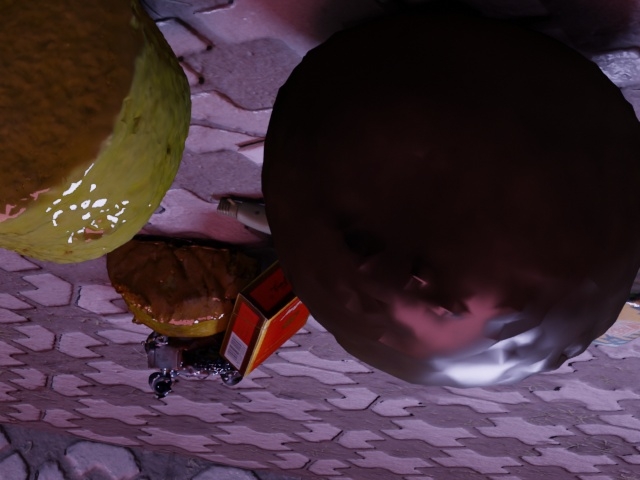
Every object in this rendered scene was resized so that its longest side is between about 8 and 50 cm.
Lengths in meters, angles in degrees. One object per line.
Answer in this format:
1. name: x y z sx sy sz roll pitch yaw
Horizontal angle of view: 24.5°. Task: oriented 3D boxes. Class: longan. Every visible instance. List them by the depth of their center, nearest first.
1. longan: 0.148 -0.040 1.611 0.436 0.404 0.404 13 158 -8

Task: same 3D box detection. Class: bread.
1. bread: -0.318 -0.142 1.610 0.348 0.348 0.308 2 162 16
2. bread: -0.228 0.086 2.400 0.260 0.147 0.160 7 156 3

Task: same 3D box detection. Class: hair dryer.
1. hair dryer: 0.033 0.020 2.203 0.298 0.119 0.296 6 154 37

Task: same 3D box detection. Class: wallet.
1. wallet: -0.070 -0.122 2.000 0.083 0.011 0.044 -11 152 39

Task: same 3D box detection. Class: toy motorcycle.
1. toy motorcycle: -0.236 0.198 2.607 0.207 0.134 0.401 5 -174 9

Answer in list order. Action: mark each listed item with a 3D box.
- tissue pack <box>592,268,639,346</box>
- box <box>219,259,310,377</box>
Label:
1. tissue pack: 0.345 0.053 2.130 0.311 0.128 0.228 13 160 -11
2. box: -0.074 0.109 2.351 0.074 0.153 0.240 48 154 13
